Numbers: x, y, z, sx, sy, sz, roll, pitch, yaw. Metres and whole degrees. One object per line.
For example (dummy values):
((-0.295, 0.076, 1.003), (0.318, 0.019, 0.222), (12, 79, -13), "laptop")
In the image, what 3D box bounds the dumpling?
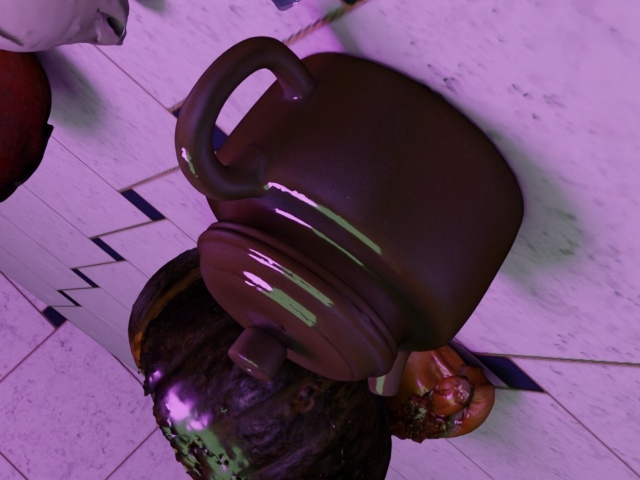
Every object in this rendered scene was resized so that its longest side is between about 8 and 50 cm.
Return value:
((-0.194, -0.184, 0.641), (0.127, 0.108, 0.188), (51, -169, 35), "dumpling")

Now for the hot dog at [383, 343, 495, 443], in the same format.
((0.095, 0.152, 0.983), (0.102, 0.076, 0.249), (38, 163, 2), "hot dog")

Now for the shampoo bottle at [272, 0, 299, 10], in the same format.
((-0.073, -0.191, 0.445), (0.214, 0.072, 0.072), (45, 160, -26), "shampoo bottle")

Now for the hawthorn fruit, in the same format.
((-0.365, -0.126, 0.914), (0.250, 0.215, 0.215), (39, 162, -14), "hawthorn fruit")

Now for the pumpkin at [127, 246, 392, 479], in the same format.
((-0.058, 0.147, 0.980), (0.320, 0.192, 0.320), (60, 167, 22), "pumpkin")

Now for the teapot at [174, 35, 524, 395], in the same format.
((0.000, 0.000, 0.623), (0.185, 0.175, 0.267), (13, 152, 44), "teapot")
